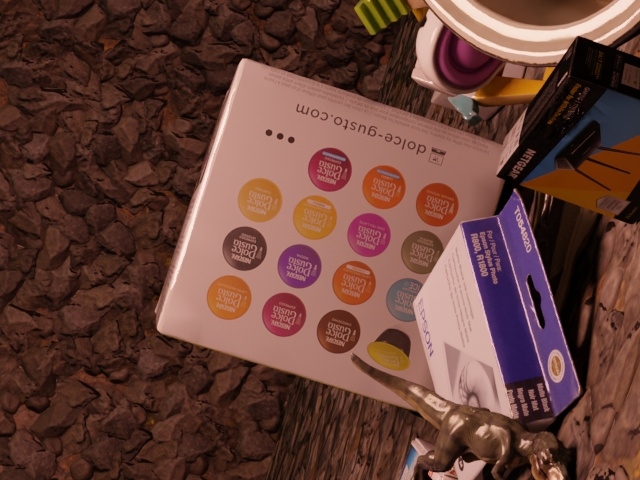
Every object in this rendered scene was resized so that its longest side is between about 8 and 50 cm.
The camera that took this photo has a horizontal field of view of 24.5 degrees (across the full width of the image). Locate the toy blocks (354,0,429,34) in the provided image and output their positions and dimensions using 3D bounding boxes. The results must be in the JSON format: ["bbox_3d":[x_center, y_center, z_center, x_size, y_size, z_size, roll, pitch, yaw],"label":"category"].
[{"bbox_3d":[0.231,-0.452,2.029,0.261,0.190,0.381,-5,39,45],"label":"toy blocks"}]

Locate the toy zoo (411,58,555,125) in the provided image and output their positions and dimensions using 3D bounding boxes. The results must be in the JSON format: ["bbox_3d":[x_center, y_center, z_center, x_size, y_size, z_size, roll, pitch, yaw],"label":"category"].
[{"bbox_3d":[0.227,-0.279,1.820,0.030,0.192,0.293,32,-109,-56],"label":"toy zoo"}]

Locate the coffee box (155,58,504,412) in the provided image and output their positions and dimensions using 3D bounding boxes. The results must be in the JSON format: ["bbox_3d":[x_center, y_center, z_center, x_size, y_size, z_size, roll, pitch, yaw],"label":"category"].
[{"bbox_3d":[0.000,0.000,1.839,0.338,0.338,0.334,-179,107,-83],"label":"coffee box"}]

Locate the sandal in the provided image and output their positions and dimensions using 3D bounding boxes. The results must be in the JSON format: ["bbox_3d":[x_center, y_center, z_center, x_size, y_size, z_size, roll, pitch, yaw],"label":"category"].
[{"bbox_3d":[0.268,-0.340,1.701,0.416,0.169,0.102,-60,39,13],"label":"sandal"}]

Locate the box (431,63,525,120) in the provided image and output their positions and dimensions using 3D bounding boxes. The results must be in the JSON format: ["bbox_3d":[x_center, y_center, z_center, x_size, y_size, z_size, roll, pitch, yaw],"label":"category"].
[{"bbox_3d":[0.234,-0.261,2.101,0.170,0.091,0.130,133,154,-77],"label":"box"}]

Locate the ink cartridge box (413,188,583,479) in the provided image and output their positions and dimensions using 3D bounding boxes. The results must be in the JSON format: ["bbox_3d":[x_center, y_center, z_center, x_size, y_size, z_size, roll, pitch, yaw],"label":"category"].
[{"bbox_3d":[0.161,0.100,1.422,0.224,0.045,0.223,115,148,-54],"label":"ink cartridge box"}]

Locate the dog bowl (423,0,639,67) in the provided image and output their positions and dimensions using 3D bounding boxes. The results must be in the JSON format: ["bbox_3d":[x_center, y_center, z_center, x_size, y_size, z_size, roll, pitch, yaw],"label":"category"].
[{"bbox_3d":[0.221,-0.357,1.250,0.408,0.150,0.408,23,120,48],"label":"dog bowl"}]

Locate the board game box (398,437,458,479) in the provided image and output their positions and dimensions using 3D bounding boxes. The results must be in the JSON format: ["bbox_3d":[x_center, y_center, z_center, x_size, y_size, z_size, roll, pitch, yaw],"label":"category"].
[{"bbox_3d":[0.090,0.382,1.609,0.193,0.053,0.305,-141,70,-84],"label":"board game box"}]

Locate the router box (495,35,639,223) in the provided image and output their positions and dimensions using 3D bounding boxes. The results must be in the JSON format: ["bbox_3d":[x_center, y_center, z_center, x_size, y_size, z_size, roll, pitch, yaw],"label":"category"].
[{"bbox_3d":[0.238,-0.087,1.224,0.179,0.133,0.046,117,170,-63],"label":"router box"}]

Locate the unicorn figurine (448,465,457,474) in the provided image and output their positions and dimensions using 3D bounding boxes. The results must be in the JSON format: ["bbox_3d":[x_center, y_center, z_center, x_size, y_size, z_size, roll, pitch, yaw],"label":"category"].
[{"bbox_3d":[0.158,0.201,1.555,0.162,0.060,0.111,70,-145,-72],"label":"unicorn figurine"}]

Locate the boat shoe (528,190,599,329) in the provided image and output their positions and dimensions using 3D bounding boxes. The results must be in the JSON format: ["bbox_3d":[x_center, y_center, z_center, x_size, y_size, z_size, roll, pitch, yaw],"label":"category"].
[{"bbox_3d":[0.213,0.019,1.451,0.080,0.073,0.223,-96,26,-79],"label":"boat shoe"}]

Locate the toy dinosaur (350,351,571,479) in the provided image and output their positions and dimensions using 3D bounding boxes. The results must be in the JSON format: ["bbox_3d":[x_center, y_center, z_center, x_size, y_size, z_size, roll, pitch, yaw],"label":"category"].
[{"bbox_3d":[0.131,0.194,1.348,0.064,0.268,0.118,-20,-60,-40],"label":"toy dinosaur"}]

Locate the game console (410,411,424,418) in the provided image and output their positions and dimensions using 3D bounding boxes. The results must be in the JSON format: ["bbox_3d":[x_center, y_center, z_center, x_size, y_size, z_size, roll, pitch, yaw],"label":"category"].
[{"bbox_3d":[0.180,0.052,1.880,0.213,0.044,0.361,170,118,-82],"label":"game console"}]
